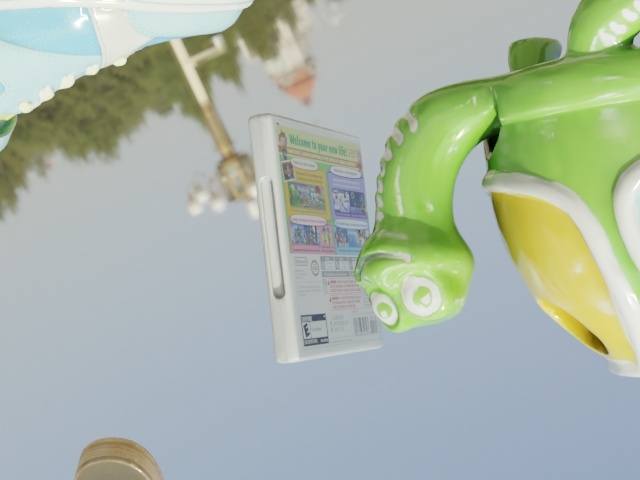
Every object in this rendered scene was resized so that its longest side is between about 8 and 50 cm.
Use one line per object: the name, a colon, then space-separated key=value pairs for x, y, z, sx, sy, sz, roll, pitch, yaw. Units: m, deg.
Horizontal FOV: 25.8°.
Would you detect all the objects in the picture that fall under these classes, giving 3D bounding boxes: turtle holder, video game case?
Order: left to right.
video game case: x=0.000 y=0.000 z=1.165 sx=0.023 sy=0.193 sz=0.212 roll=-8 pitch=176 yaw=21
turtle holder: x=0.204 y=-0.032 z=0.859 sx=0.320 sy=0.227 sz=0.243 roll=-8 pitch=180 yaw=-30

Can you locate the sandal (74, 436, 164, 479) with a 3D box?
sandal: x=-0.133 y=0.220 z=1.050 sx=0.088 sy=0.240 sz=0.079 roll=1 pitch=-142 yaw=4

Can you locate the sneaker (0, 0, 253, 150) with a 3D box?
sneaker: x=-0.211 y=-0.130 z=1.015 sx=0.319 sy=0.208 sz=0.127 roll=-3 pitch=-142 yaw=-24
